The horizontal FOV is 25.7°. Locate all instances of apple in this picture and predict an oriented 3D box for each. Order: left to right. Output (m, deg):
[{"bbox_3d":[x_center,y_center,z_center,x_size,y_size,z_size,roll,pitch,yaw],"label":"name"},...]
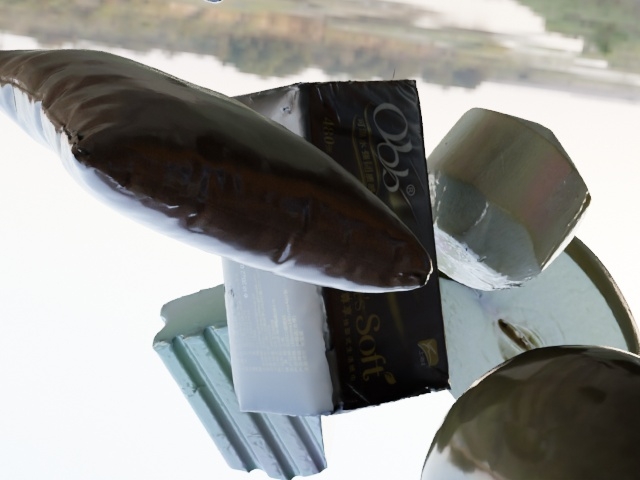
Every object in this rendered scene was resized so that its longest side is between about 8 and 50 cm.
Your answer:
[{"bbox_3d":[0.328,0.150,2.191,0.360,0.311,0.320,51,-179,5],"label":"apple"}]

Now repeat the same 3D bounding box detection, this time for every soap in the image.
[{"bbox_3d":[-0.101,0.234,2.276,0.208,0.347,0.115,-17,-148,17],"label":"soap"}]

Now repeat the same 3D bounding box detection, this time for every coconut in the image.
[{"bbox_3d":[0.229,-0.059,1.778,0.241,0.241,0.241,7,-173,-1],"label":"coconut"}]

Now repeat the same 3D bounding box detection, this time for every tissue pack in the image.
[{"bbox_3d":[0.000,0.000,1.581,0.198,0.370,0.210,-8,-176,-35],"label":"tissue pack"}]

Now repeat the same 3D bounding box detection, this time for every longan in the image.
[{"bbox_3d":[0.251,0.281,1.389,0.361,0.361,0.361,7,-173,-1],"label":"longan"}]

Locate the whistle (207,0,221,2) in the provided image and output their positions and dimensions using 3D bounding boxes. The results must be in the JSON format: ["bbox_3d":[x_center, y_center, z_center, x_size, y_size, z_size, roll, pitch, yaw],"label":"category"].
[{"bbox_3d":[-0.117,-0.363,1.763,0.033,0.033,0.176,8,-129,6],"label":"whistle"}]

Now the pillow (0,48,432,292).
[{"bbox_3d":[-0.103,-0.065,1.100,0.305,0.108,0.308,20,-171,-33],"label":"pillow"}]
